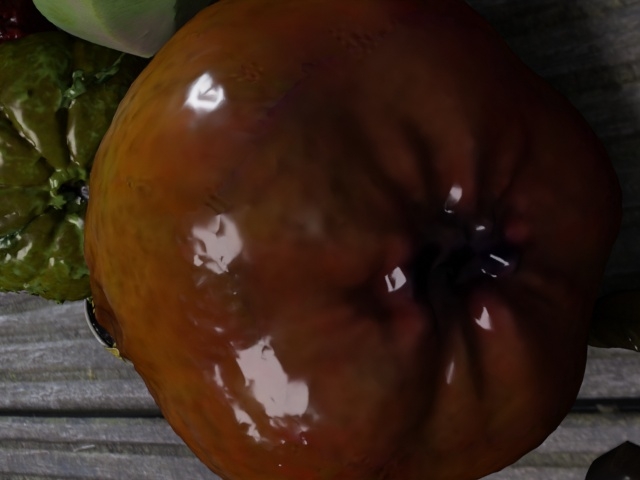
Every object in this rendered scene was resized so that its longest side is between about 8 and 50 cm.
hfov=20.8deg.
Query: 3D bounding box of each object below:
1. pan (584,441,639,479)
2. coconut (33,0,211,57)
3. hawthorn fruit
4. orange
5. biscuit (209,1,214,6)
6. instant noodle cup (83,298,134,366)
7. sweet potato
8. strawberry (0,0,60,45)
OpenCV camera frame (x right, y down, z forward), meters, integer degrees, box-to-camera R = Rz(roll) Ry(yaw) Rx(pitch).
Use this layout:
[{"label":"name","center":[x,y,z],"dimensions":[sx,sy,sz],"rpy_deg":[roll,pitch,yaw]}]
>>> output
[{"label":"pan","center":[0.320,0.290,1.636],"dimensions":[0.202,0.048,0.128],"rpy_deg":[53,145,7]},{"label":"coconut","center":[-0.182,-0.294,1.674],"dimensions":[0.236,0.236,0.204],"rpy_deg":[16,160,45]},{"label":"hawthorn fruit","center":[0.000,0.000,1.473],"dimensions":[0.472,0.472,0.471],"rpy_deg":[31,138,34]},{"label":"orange","center":[-0.267,-0.081,1.857],"dimensions":[0.301,0.300,0.223],"rpy_deg":[58,-173,-24]},{"label":"biscuit","center":[-0.096,-0.186,1.787],"dimensions":[0.225,0.036,0.166],"rpy_deg":[20,134,49]},{"label":"instant noodle cup","center":[-0.184,0.057,2.008],"dimensions":[0.151,0.151,0.122],"rpy_deg":[48,135,14]},{"label":"sweet potato","center":[0.309,0.075,1.464],"dimensions":[0.273,0.075,0.075],"rpy_deg":[5,120,52]},{"label":"strawberry","center":[-0.407,-0.179,2.027],"dimensions":[0.274,0.220,0.274],"rpy_deg":[36,144,32]}]
